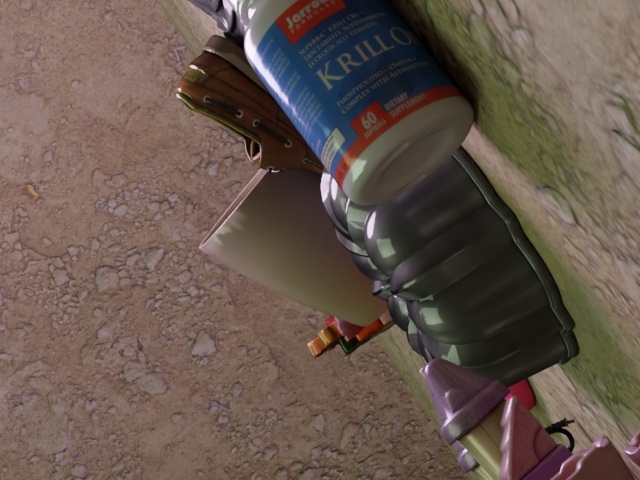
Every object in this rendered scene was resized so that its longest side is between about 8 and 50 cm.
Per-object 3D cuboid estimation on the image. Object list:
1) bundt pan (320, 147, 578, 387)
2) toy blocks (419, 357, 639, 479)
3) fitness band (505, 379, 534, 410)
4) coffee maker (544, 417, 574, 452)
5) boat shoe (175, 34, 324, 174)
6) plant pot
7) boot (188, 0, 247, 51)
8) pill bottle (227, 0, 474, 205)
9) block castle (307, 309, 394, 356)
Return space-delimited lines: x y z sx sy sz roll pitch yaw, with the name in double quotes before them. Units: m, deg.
"bundt pan" 0.112 0.020 1.087 0.331 0.124 0.331 56 177 5
"toy blocks" 0.140 0.179 0.661 0.260 0.309 0.288 49 174 12
"fitness band" 0.219 0.162 1.506 0.209 0.054 0.291 58 175 7
"coffee maker" 0.294 0.297 1.163 0.171 0.120 0.178 56 175 4
"boat shoe" -0.060 -0.141 1.440 0.307 0.104 0.111 38 172 -18
"plant pot" 0.000 0.000 1.620 0.274 0.256 0.256 40 178 -7
"boot" -0.133 -0.347 1.336 0.222 0.118 0.338 49 -178 9
"pill bottle" 0.014 -0.148 0.870 0.221 0.124 0.124 54 175 17
"block castle" 0.009 0.058 1.964 0.303 0.213 0.453 55 176 9
